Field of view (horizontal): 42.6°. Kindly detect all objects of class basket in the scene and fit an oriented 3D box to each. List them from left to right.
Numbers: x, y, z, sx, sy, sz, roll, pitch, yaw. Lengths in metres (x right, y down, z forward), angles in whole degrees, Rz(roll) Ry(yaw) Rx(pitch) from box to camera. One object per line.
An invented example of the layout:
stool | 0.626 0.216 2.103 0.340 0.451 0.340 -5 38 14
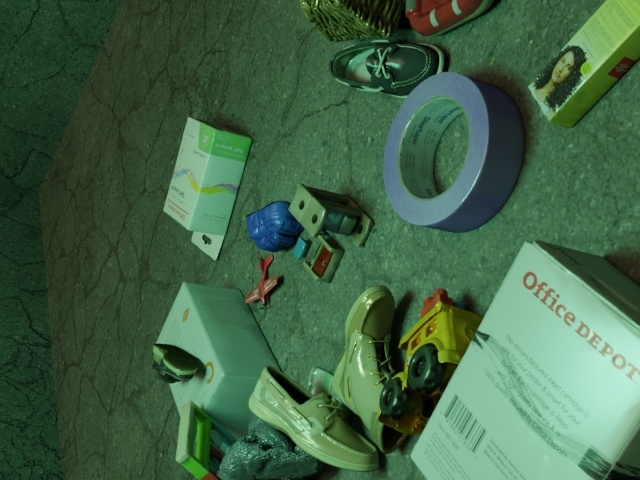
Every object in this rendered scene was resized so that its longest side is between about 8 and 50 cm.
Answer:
basket | 0.060 -0.581 1.684 0.223 0.213 0.299 18 86 56

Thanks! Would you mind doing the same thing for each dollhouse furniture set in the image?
dollhouse furniture set | 0.000 0.000 1.729 0.129 0.129 0.184 49 120 50

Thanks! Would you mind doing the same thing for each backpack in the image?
backpack | -0.097 -0.034 1.921 0.120 0.098 0.101 -30 65 34

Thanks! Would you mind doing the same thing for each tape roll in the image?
tape roll | 0.230 -0.155 1.461 0.274 0.090 0.275 -21 63 52

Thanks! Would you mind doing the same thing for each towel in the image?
towel | 0.014 0.338 1.714 0.152 0.023 0.113 18 97 57

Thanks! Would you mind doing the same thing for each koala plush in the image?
koala plush | -0.104 0.425 1.737 0.221 0.203 0.196 -90 12 -55

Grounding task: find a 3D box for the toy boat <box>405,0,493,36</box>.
toy boat | 0.219 -0.481 1.509 0.231 0.151 0.151 -16 69 54

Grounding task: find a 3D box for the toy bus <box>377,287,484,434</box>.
toy bus | 0.194 0.198 1.386 0.220 0.149 0.211 -51 29 40

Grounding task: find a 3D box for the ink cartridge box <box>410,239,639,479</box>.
ink cartridge box | 0.331 0.241 1.128 0.285 0.166 0.395 50 123 49

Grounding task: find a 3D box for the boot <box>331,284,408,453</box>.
boot | 0.115 0.236 1.515 0.203 0.095 0.262 47 127 52

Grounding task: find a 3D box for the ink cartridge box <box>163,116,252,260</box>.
ink cartridge box | -0.326 -0.144 2.271 0.207 0.119 0.354 29 106 55

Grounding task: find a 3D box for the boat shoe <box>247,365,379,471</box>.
boat shoe | -0.009 0.345 1.599 0.302 0.109 0.098 26 100 30

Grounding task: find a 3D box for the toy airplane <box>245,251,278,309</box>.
toy airplane | -0.140 0.098 2.007 0.151 0.028 0.151 -21 64 51

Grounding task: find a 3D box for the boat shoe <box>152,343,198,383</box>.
boat shoe | -0.340 0.297 1.910 0.223 0.080 0.074 17 100 62

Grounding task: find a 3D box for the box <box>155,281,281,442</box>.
box | -0.254 0.294 1.998 0.215 0.168 0.345 -62 36 24

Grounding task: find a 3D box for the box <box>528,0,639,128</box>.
box | 0.421 -0.282 1.234 0.232 0.058 0.087 -51 43 35

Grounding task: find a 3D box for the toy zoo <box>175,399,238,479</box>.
toy zoo | -0.195 0.495 1.781 0.030 0.293 0.192 -39 20 11

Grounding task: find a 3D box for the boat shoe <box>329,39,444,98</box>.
boat shoe | 0.126 -0.349 1.667 0.302 0.091 0.114 5 86 57
